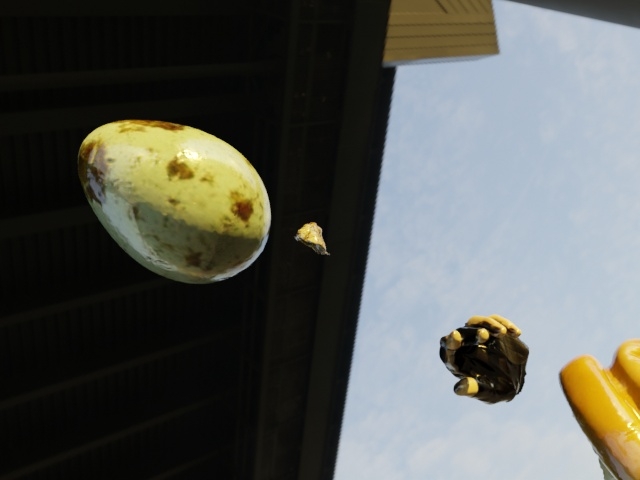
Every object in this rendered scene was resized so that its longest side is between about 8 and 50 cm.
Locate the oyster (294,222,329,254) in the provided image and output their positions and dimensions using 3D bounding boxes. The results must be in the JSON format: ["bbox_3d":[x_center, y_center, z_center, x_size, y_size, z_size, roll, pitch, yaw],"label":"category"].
[{"bbox_3d":[0.000,0.000,0.983,0.081,0.083,0.038,41,-100,-32],"label":"oyster"}]

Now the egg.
[{"bbox_3d":[-0.165,-0.048,0.752,0.231,0.169,0.169,31,-87,-12],"label":"egg"}]

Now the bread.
[{"bbox_3d":[0.626,0.374,1.255,0.245,0.424,0.329,-22,-74,9],"label":"bread"}]

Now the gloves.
[{"bbox_3d":[0.333,0.243,1.369,0.301,0.152,0.197,50,-130,-55],"label":"gloves"}]
